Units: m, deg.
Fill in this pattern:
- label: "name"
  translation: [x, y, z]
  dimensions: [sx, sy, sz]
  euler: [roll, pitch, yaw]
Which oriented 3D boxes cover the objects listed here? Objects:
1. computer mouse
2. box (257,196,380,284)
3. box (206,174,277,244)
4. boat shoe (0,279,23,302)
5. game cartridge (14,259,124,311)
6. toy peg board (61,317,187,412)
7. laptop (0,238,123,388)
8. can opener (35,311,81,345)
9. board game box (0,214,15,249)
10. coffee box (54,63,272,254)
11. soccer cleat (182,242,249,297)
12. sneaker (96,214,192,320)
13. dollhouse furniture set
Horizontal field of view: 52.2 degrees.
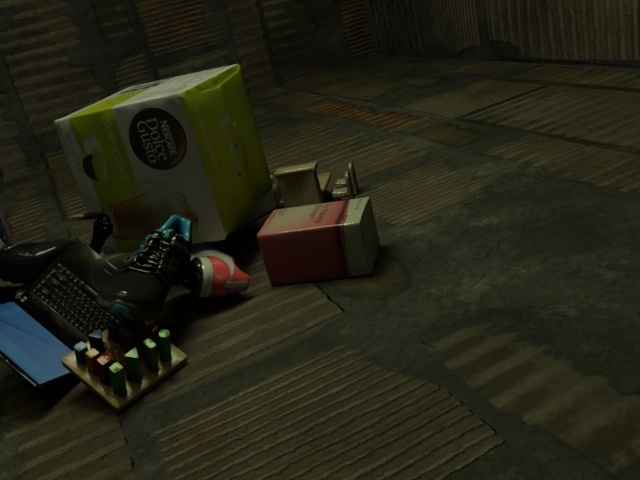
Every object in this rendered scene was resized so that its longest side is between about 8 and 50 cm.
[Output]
- label: "computer mouse"
  translation: [-0.565, 0.020, 1.409]
  dimensions: [0.262, 0.184, 0.060]
  euler: [-7, 51, -51]
- label: "box"
  translation: [0.000, 0.000, 1.429]
  dimensions: [0.232, 0.127, 0.148]
  euler: [-8, 24, 16]
- label: "box"
  translation: [-0.245, -0.092, 1.820]
  dimensions: [0.113, 0.094, 0.275]
  euler: [6, 30, 40]
- label: "boat shoe"
  translation: [-0.797, 0.152, 1.507]
  dimensions: [0.130, 0.132, 0.355]
  euler: [8, 23, 29]
- label: "game cartridge"
  translation: [-0.557, 0.098, 1.515]
  dimensions: [0.198, 0.062, 0.297]
  euler: [-5, 11, -5]
- label: "toy peg board"
  translation: [-0.354, 0.195, 1.177]
  dimensions: [0.160, 0.079, 0.161]
  euler: [30, 43, 25]
- label: "laptop"
  translation: [-0.509, 0.129, 1.275]
  dimensions: [0.234, 0.136, 0.264]
  euler: [34, 71, 15]
- label: "can opener"
  translation: [-0.566, 0.182, 1.443]
  dimensions: [0.095, 0.076, 0.283]
  euler: [9, 3, -41]
- label: "board game box"
  translation: [-0.952, -0.011, 1.774]
  dimensions: [0.097, 0.303, 0.224]
  euler: [-12, 24, 6]
- label: "coffee box"
  translation: [-0.353, -0.201, 1.575]
  dimensions: [0.334, 0.338, 0.338]
  euler: [-7, 22, 19]
- label: "soccer cleat"
  translation: [-0.254, 0.061, 1.500]
  dimensions: [0.116, 0.109, 0.318]
  euler: [6, 9, -22]
- label: "sneaker"
  translation: [-0.338, 0.046, 1.286]
  dimensions: [0.125, 0.140, 0.341]
  euler: [20, 18, -4]
- label: "dollhouse furniture set"
  translation: [-0.028, -0.154, 1.752]
  dimensions: [0.212, 0.161, 0.242]
  euler: [-8, 24, 14]
